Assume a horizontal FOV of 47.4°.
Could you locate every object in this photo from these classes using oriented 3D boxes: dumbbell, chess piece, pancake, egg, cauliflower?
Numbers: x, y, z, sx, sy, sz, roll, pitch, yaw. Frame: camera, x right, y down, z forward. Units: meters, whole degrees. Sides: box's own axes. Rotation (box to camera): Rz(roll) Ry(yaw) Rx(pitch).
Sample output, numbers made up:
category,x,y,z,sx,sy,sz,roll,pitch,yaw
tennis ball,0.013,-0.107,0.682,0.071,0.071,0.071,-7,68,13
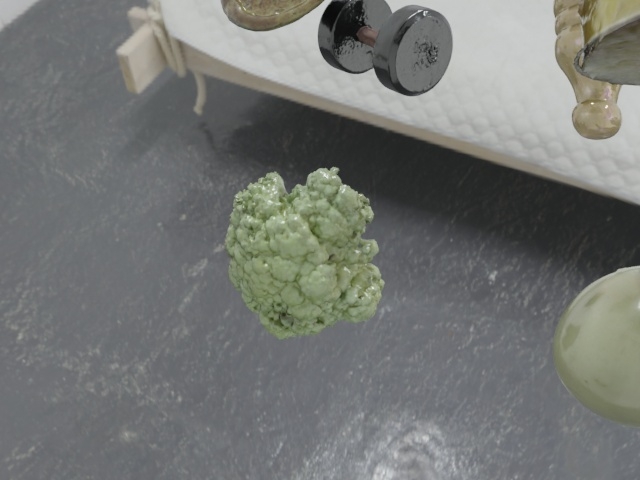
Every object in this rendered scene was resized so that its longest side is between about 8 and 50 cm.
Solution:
category,x,y,z,sx,sy,sz,roll,pitch,yaw
dumbbell,0.114,-0.361,1.320,0.153,0.152,0.218,-32,41,-22
chess piece,0.332,-0.277,0.884,0.124,0.139,0.306,1,85,14
pancake,-0.075,-0.480,1.333,0.250,0.031,0.249,-8,63,15
egg,0.446,0.143,0.986,0.270,0.219,0.219,2,51,-11
cauliflower,0.000,0.017,1.166,0.281,0.327,0.260,-19,59,-34

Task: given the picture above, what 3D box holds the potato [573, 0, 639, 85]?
category,x,y,z,sx,sy,sz,roll,pitch,yaw
potato,0.394,-0.292,0.524,0.290,0.397,0.295,2,86,-36
